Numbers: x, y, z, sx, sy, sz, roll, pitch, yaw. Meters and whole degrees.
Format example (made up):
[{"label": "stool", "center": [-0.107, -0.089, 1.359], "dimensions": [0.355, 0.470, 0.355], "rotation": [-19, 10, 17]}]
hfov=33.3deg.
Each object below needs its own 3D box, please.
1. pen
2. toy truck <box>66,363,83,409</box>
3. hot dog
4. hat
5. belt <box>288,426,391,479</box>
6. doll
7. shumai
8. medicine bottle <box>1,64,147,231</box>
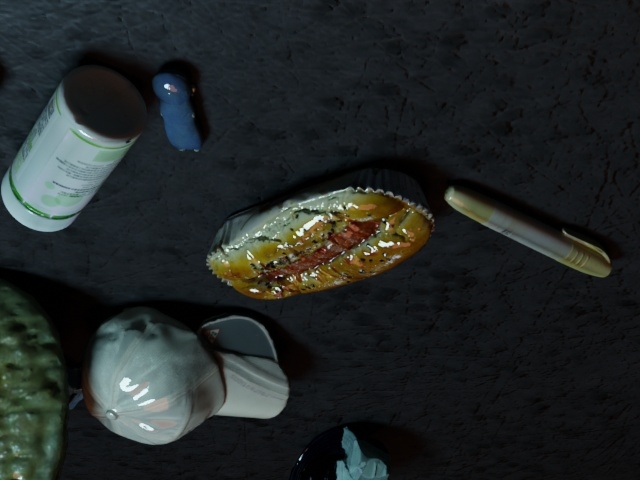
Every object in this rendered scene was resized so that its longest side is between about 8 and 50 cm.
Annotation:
[{"label": "pen", "center": [0.228, -0.011, 1.144], "dimensions": [0.233, 0.032, 0.040], "rotation": [24, 120, -27]}, {"label": "toy truck", "center": [-0.382, 0.217, 1.552], "dimensions": [0.074, 0.063, 0.136], "rotation": [1, 156, -28]}, {"label": "hot dog", "center": [0.000, 0.000, 1.147], "dimensions": [0.268, 0.075, 0.144], "rotation": [-24, 135, 33]}, {"label": "hat", "center": [-0.179, 0.193, 1.400], "dimensions": [0.275, 0.161, 0.232], "rotation": [19, 149, -28]}, {"label": "belt", "center": [0.028, 0.372, 1.656], "dimensions": [0.078, 0.151, 0.198], "rotation": [25, 140, -28]}, {"label": "doll", "center": [-0.134, -0.121, 1.019], "dimensions": [0.037, 0.027, 0.125], "rotation": [2, 151, 4]}, {"label": "shumai", "center": [-0.480, 0.241, 1.368], "dimensions": [0.324, 0.397, 0.323], "rotation": [1, 169, -9]}, {"label": "medicine bottle", "center": [-0.240, -0.086, 1.030], "dimensions": [0.086, 0.086, 0.183], "rotation": [21, 145, -24]}]
